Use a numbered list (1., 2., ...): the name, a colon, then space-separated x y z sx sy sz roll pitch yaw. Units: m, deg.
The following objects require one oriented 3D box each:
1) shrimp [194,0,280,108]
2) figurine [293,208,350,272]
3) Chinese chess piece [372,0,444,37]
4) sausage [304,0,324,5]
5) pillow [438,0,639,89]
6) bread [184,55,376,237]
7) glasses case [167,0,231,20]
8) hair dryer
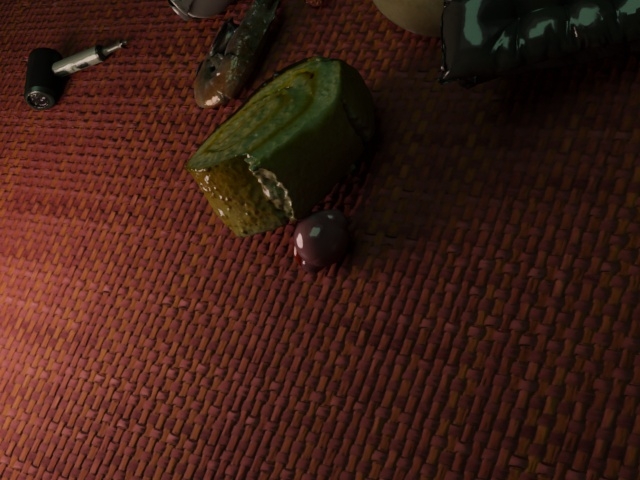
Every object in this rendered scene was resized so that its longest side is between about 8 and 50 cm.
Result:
1. shrimp: -0.124 -0.291 1.615 0.126 0.047 0.223 13 72 52
2. figurine: 0.000 0.000 1.318 0.071 0.067 0.083 24 95 64
3. Chinese chess piece: 0.170 -0.379 1.404 0.250 0.101 0.250 -18 55 27
4. sausage: 0.003 -0.417 1.592 0.040 0.047 0.176 -15 56 44
5. pillow: 0.280 -0.306 1.210 0.326 0.101 0.228 -10 79 19
6. bread: -0.033 -0.121 1.362 0.257 0.124 0.186 -44 31 -14
7. glasses case: -0.118 -0.467 1.693 0.308 0.083 0.128 -45 40 5
8. hair dryer: -0.405 -0.292 1.824 0.198 0.057 0.100 -19 55 20
